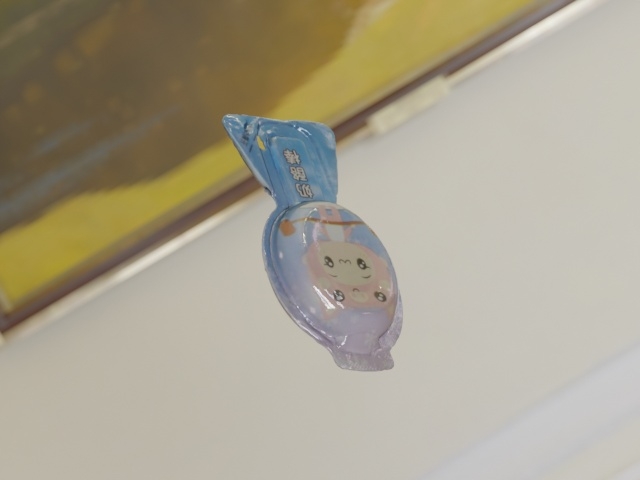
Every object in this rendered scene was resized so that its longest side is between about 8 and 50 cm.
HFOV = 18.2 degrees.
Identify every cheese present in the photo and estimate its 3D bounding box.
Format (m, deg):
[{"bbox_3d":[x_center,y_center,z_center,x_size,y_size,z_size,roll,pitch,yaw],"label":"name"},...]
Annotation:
[{"bbox_3d":[0.000,0.000,1.626,0.135,0.245,0.052,4,-35,-40],"label":"cheese"}]
